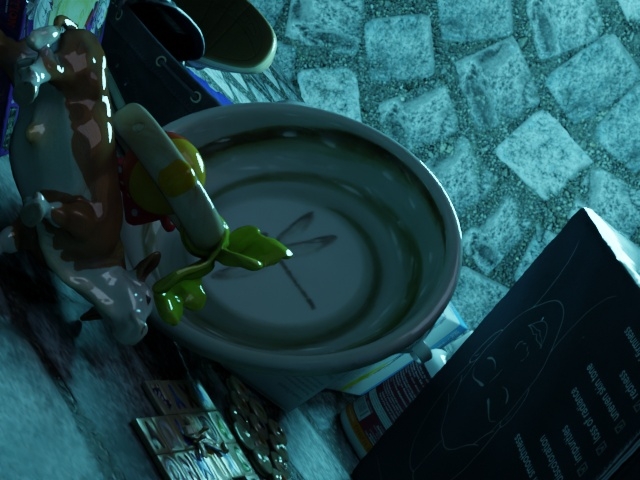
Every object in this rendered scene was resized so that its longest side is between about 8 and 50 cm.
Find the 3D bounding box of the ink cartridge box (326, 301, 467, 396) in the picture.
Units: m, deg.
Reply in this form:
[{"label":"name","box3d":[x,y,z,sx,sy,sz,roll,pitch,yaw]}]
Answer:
[{"label":"ink cartridge box","box3d":[0.058,0.090,2.131,0.198,0.197,0.270,58,10,17]}]

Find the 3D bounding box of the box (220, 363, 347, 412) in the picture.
[{"label":"box","box3d":[-0.066,0.083,1.785,0.182,0.119,0.181,44,14,-53]}]

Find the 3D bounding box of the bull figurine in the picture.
[{"label":"bull figurine","box3d":[-0.233,-0.053,1.312,0.188,0.101,0.310,3,75,-69]}]

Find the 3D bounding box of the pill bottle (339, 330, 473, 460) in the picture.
[{"label":"pill bottle","box3d":[0.147,0.227,2.028,0.121,0.221,0.121,53,10,-14]}]

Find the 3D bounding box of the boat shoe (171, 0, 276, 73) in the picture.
[{"label":"boat shoe","box3d":[-0.192,-0.328,2.277,0.341,0.121,0.110,29,-17,32]}]

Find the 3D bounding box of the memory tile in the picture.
[{"label":"memory tile","box3d":[-0.069,0.217,1.638,0.113,0.012,0.148,51,11,-20]}]

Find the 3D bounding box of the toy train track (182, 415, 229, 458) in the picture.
[{"label":"toy train track","box3d":[-0.110,0.196,1.451,0.048,0.014,0.083,61,11,30]}]

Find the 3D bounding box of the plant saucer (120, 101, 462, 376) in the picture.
[{"label":"plant saucer","box3d":[-0.044,0.012,1.643,0.100,0.400,0.400,100,-29,-47]}]

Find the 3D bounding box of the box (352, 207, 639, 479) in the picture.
[{"label":"box","box3d":[0.304,0.291,1.689,0.297,0.472,0.480,37,15,-16]}]

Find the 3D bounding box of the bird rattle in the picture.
[{"label":"bird rattle","box3d":[-0.141,-0.057,1.455,0.253,0.143,0.207,61,-6,38]}]

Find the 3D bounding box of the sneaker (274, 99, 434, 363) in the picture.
[{"label":"sneaker","box3d":[0.040,-0.007,1.827,0.366,0.137,0.210,58,3,-16]}]

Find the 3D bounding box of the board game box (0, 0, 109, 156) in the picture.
[{"label":"board game box","box3d":[-0.285,-0.206,1.517,0.056,0.208,0.347,18,11,1]}]

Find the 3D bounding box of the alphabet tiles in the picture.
[{"label":"alphabet tiles","box3d":[-0.110,0.221,1.436,0.198,0.009,0.237,58,9,12]}]

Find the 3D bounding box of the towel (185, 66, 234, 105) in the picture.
[{"label":"towel","box3d":[-0.151,-0.140,2.295,0.308,0.076,0.227,36,24,-58]}]

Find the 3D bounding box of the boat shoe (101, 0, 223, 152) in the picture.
[{"label":"boat shoe","box3d":[-0.246,-0.274,2.026,0.187,0.156,0.500,39,17,-53]}]
